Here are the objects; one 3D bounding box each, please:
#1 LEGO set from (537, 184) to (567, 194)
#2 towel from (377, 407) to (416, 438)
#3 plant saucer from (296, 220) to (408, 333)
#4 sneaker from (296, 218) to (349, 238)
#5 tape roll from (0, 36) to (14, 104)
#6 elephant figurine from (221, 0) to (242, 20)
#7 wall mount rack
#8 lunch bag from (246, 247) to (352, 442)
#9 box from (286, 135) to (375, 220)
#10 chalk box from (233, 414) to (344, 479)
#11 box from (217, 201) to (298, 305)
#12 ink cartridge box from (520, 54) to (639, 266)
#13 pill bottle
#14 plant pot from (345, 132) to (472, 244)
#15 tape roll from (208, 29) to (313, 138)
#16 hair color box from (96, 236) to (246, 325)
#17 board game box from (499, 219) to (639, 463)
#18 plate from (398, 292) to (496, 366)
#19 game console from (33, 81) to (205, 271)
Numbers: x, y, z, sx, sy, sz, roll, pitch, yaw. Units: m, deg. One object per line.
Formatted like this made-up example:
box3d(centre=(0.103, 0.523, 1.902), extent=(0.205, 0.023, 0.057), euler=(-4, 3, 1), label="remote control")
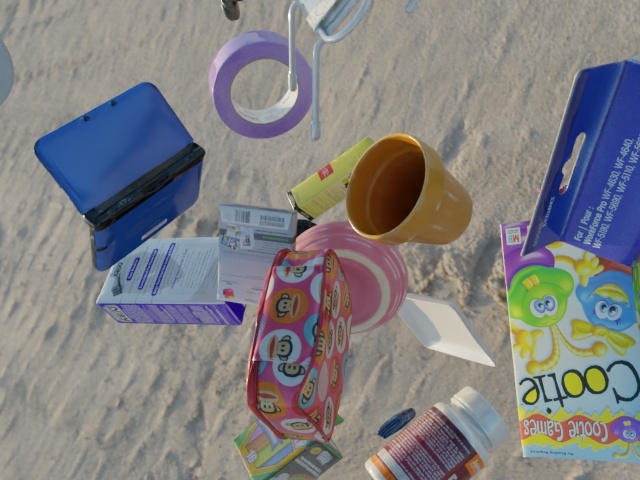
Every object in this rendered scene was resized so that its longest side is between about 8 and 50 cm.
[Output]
box3d(centre=(0.543, -0.030, 1.572), extent=(0.093, 0.087, 0.227), euler=(14, 85, 12), label="LEGO set")
box3d(centre=(0.166, 0.394, 1.357), extent=(0.067, 0.119, 0.029), euler=(-45, 69, 13), label="towel")
box3d(centre=(0.058, 0.114, 1.605), extent=(0.332, 0.332, 0.084), euler=(-29, 20, 22), label="plant saucer")
box3d(centre=(0.000, 0.000, 1.811), extent=(0.267, 0.106, 0.101), euler=(1, 72, -8), label="sneaker")
box3d(centre=(-0.809, -0.391, 1.400), extent=(0.219, 0.219, 0.072), euler=(-50, 40, 5), label="tape roll")
box3d(centre=(-0.183, -0.562, 1.343), extent=(0.169, 0.186, 0.239), euler=(109, 171, -50), label="elephant figurine")
box3d(centre=(0.018, -0.364, 1.086), extent=(0.304, 0.130, 0.350), euler=(-47, 35, 21), label="wall mount rack")
box3d(centre=(-0.017, 0.182, 1.054), extent=(0.120, 0.258, 0.293), euler=(0, 56, 18), label="lunch bag")
box3d(centre=(0.041, -0.138, 1.429), extent=(0.232, 0.087, 0.058), euler=(-33, 59, 16), label="box")
box3d(centre=(-0.050, 0.427, 1.330), extent=(0.213, 0.132, 0.132), euler=(-38, 46, -4), label="chalk box")
box3d(centre=(-0.119, 0.029, 1.169), extent=(0.145, 0.038, 0.186), euler=(7, 103, 15), label="box")
box3d(centre=(0.316, -0.085, 0.519), extent=(0.333, 0.165, 0.065), euler=(-21, 44, -27), label="ink cartridge box")
box3d(centre=(0.346, 0.625, 1.840), extent=(0.392, 0.224, 0.224), euler=(-37, 47, -8), label="pill bottle")
box3d(centre=(0.185, -0.077, 1.200), extent=(0.205, 0.188, 0.205), euler=(-24, 57, 43), label="plant pot")
box3d(centre=(-0.158, -0.415, 1.681), extent=(0.275, 0.275, 0.090), euler=(-40, 38, 14), label="tape roll")
box3d(centre=(-0.331, 0.095, 1.469), extent=(0.339, 0.110, 0.185), euler=(0, 54, 19), label="hair color box")
box3d(centre=(0.319, 0.112, 0.763), extent=(0.144, 0.142, 0.275), euler=(-8, 82, 30), label="board game box")
box3d(centre=(0.346, 0.240, 1.796), extent=(0.277, 0.278, 0.045), euler=(6, 52, 53), label="plate")
box3d(centre=(-0.391, -0.127, 1.254), extent=(0.173, 0.250, 0.293), euler=(38, 53, 12), label="game console")
